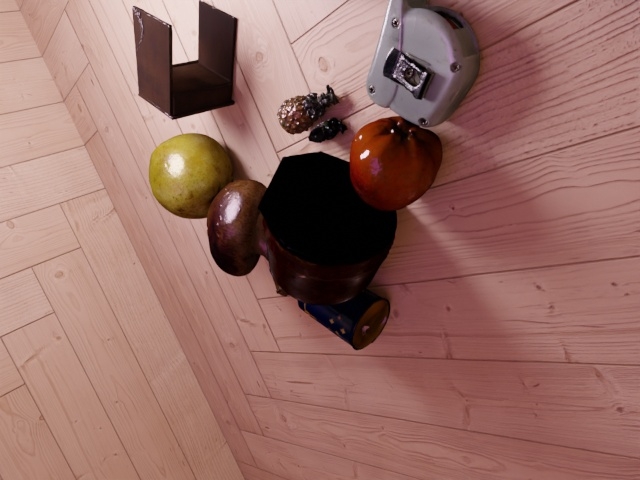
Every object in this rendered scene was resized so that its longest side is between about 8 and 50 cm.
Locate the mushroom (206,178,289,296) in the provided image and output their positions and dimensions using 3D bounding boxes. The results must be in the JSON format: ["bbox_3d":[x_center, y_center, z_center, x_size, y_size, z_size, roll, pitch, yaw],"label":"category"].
[{"bbox_3d":[-0.211,-0.035,1.649,0.357,0.334,0.331,1,134,19],"label":"mushroom"}]

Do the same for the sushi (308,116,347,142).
[{"bbox_3d":[0.018,-0.305,1.384,0.085,0.083,0.056,-11,103,51],"label":"sushi"}]

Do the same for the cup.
[{"bbox_3d":[0.063,0.237,1.594,0.256,0.178,0.254,29,130,36],"label":"cup"}]

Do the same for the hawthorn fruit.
[{"bbox_3d":[0.173,-0.167,1.208,0.224,0.224,0.260,42,149,22],"label":"hawthorn fruit"}]

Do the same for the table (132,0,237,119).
[{"bbox_3d":[-0.416,-0.567,1.564,0.196,0.251,0.282,37,134,28],"label":"table"}]

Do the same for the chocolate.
[{"bbox_3d":[0.000,0.000,1.399,0.383,0.384,0.331,47,146,17],"label":"chocolate"}]

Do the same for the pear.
[{"bbox_3d":[-0.447,-0.218,1.773,0.304,0.304,0.303,25,129,35],"label":"pear"}]

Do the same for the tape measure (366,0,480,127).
[{"bbox_3d":[0.214,-0.388,1.089,0.246,0.125,0.243,39,135,25],"label":"tape measure"}]

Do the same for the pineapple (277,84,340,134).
[{"bbox_3d":[-0.028,-0.365,1.394,0.198,0.108,0.108,-15,101,40],"label":"pineapple"}]
